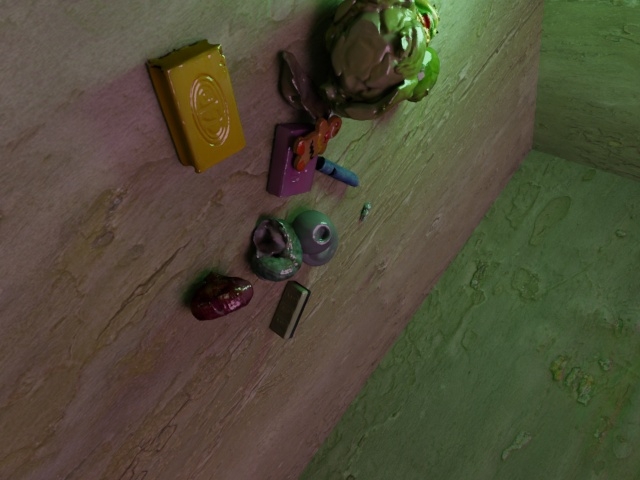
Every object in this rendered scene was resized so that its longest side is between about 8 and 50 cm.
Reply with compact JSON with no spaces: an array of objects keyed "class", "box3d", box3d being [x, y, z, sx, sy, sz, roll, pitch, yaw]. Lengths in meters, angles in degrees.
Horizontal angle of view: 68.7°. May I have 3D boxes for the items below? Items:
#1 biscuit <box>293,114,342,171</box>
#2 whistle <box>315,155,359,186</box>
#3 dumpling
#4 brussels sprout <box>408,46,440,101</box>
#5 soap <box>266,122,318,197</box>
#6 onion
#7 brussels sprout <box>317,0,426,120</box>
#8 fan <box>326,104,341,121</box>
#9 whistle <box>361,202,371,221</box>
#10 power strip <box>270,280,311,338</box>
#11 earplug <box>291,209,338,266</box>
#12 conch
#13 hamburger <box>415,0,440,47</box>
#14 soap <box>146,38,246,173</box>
[{"class":"biscuit","box3d":[-0.003,-0.356,1.657,0.250,0.036,0.165,-44,157,-27]},{"class":"whistle","box3d":[0.075,-0.286,1.967,0.304,0.062,0.062,14,103,-56]},{"class":"dumpling","box3d":[-0.060,-0.488,1.612,0.332,0.086,0.165,32,56,-57]},{"class":"brussels sprout","box3d":[0.388,-0.695,1.953,0.244,0.244,0.243,-33,138,-36]},{"class":"soap","box3d":[-0.093,-0.294,1.715,0.181,0.081,0.259,-17,127,-47]},{"class":"onion","box3d":[-0.353,0.185,1.655,0.230,0.230,0.163,-13,89,-49]},{"class":"brussels sprout","box3d":[0.189,-0.621,1.611,0.361,0.343,0.424,-22,133,-61]},{"class":"fan","box3d":[0.059,-0.512,1.821,0.226,0.008,0.152,-58,148,-5]},{"class":"whistle","box3d":[0.222,-0.140,2.297,0.035,0.035,0.100,-3,118,-52]},{"class":"power strip","box3d":[-0.138,0.316,2.093,0.070,0.105,0.256,5,110,-53]},{"class":"earplug","box3d":[-0.011,-0.005,1.959,0.214,0.175,0.325,-59,159,-11]},{"class":"conch","box3d":[-0.176,0.054,1.797,0.277,0.221,0.195,-55,-168,35]},{"class":"hamburger","box3d":[0.316,-0.789,1.753,0.148,0.237,0.237,-57,148,-21]},{"class":"soap","box3d":[-0.334,-0.374,1.319,0.204,0.096,0.324,-39,141,-28]}]
